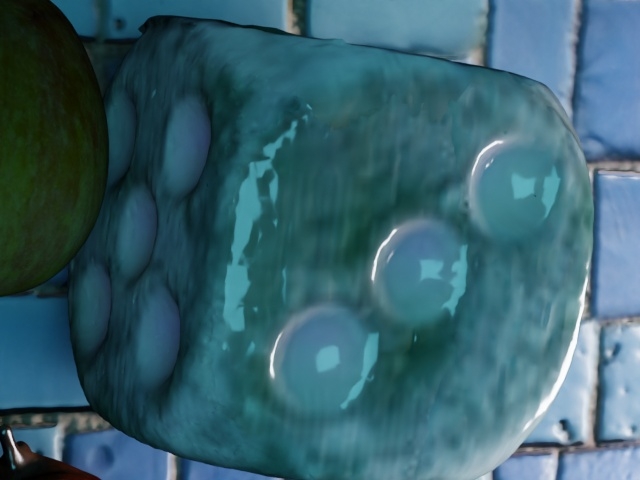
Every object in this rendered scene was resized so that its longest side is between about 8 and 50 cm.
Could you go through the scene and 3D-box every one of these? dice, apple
[{"bbox_3d":[0.000,0.000,1.208,0.328,0.330,0.348,7,92,-29],"label":"dice"},{"bbox_3d":[-0.284,-0.084,1.137,0.257,0.257,0.233,12,102,-22],"label":"apple"}]

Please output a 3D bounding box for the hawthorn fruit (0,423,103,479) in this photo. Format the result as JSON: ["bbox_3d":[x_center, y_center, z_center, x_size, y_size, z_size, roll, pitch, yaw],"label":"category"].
[{"bbox_3d":[-0.225,0.272,1.228,0.208,0.208,0.248,-11,83,-21],"label":"hawthorn fruit"}]
